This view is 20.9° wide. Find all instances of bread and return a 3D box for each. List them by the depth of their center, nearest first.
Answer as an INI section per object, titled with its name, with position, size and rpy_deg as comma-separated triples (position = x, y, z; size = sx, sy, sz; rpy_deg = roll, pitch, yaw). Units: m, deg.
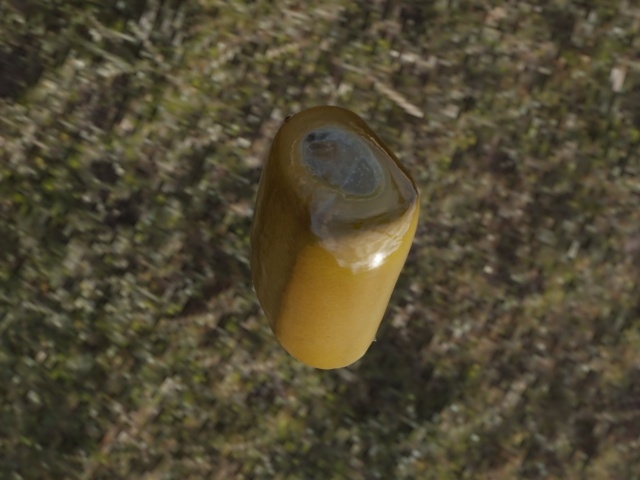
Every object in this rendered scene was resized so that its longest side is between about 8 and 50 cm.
[bread]
position = -0.001, 0.000, 0.624
size = 0.049, 0.062, 0.103
rpy_deg = -30, 159, -23
